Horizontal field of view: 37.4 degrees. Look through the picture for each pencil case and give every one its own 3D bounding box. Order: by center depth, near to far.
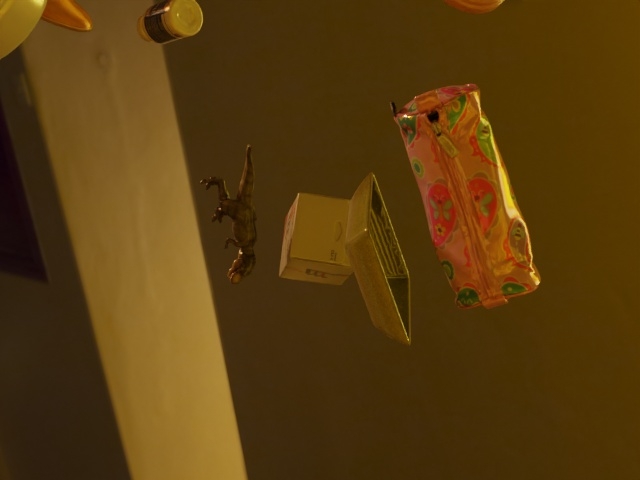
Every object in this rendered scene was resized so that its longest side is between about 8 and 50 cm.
[{"bbox_3d":[0.184,-0.057,1.194,0.124,0.284,0.124,-18,-170,3],"label":"pencil case"}]

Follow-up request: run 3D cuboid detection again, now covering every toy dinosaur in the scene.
[{"bbox_3d":[-0.156,-0.060,1.702,0.118,0.268,0.064,24,-148,38],"label":"toy dinosaur"}]

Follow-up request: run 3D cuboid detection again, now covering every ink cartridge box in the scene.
[{"bbox_3d":[0.000,0.000,1.759,0.127,0.128,0.176,9,165,-8],"label":"ink cartridge box"}]

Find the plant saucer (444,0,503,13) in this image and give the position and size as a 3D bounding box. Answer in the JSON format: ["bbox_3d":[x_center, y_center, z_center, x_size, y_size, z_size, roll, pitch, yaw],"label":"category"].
[{"bbox_3d":[0.223,-0.447,1.451,0.200,0.200,0.037,-24,177,-35],"label":"plant saucer"}]

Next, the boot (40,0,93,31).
[{"bbox_3d":[-0.515,-0.536,1.747,0.295,0.211,0.104,26,-160,-28],"label":"boot"}]

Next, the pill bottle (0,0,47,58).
[{"bbox_3d":[-0.423,-0.318,0.844,0.224,0.224,0.392,-3,164,14],"label":"pill bottle"}]

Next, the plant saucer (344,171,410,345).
[{"bbox_3d":[0.077,0.027,1.311,0.045,0.188,0.188,-15,-154,13],"label":"plant saucer"}]

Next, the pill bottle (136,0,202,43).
[{"bbox_3d":[-0.256,-0.365,1.579,0.067,0.067,0.120,-26,-163,-38],"label":"pill bottle"}]
